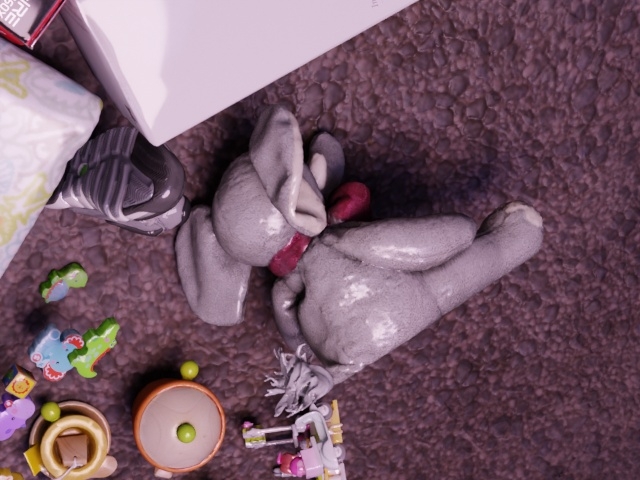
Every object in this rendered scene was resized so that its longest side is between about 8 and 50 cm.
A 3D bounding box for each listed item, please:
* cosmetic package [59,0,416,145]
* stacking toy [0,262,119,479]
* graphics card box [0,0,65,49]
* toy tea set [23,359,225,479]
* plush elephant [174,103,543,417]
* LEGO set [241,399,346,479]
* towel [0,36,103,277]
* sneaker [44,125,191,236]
[{"bbox_3d":[-0.044,-0.263,1.181,0.385,0.217,0.156,-30,121,-12],"label":"cosmetic package"},{"bbox_3d":[-0.276,0.138,1.280,0.052,0.167,0.221,37,94,-32],"label":"stacking toy"},{"bbox_3d":[-0.367,-0.305,1.006,0.371,0.233,0.094,36,90,-31],"label":"graphics card box"},{"bbox_3d":[-0.159,0.295,1.380,0.200,0.124,0.336,-26,101,-14],"label":"toy tea set"},{"bbox_3d":[0.000,0.000,1.317,0.330,0.272,0.255,-29,85,-46],"label":"plush elephant"},{"bbox_3d":[-0.027,0.271,1.489,0.107,0.132,0.287,-7,139,-3],"label":"LEGO set"},{"bbox_3d":[-0.423,-0.049,1.170,0.320,0.090,0.374,29,101,-26],"label":"towel"},{"bbox_3d":[-0.158,-0.047,1.232,0.132,0.228,0.086,21,82,-38],"label":"sneaker"}]
